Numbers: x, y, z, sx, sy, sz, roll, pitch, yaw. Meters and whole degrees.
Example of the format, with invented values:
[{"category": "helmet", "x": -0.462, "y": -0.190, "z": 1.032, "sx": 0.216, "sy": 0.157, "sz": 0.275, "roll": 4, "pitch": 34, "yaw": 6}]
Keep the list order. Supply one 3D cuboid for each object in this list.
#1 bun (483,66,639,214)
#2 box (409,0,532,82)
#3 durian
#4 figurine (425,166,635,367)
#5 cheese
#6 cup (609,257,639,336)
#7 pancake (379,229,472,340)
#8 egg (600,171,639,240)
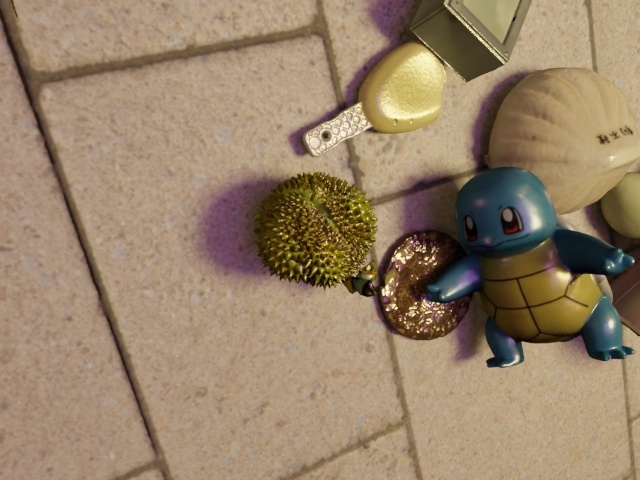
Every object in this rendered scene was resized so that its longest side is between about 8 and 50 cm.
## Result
[{"category": "bun", "x": 0.428, "y": -0.154, "z": 0.825, "sx": 0.262, "sy": 0.175, "sz": 0.264, "roll": -7, "pitch": 108, "yaw": -23}, {"category": "box", "x": 0.241, "y": -0.375, "z": 0.748, "sx": 0.129, "sy": 0.086, "sz": 0.225, "roll": 32, "pitch": 72, "yaw": -23}, {"category": "durian", "x": -0.001, "y": -0.015, "z": 0.700, "sx": 0.198, "sy": 0.146, "sz": 0.159, "roll": 14, "pitch": 92, "yaw": -39}, {"category": "figurine", "x": 0.360, "y": 0.074, "z": 0.806, "sx": 0.416, "sy": 0.297, "sz": 0.243, "roll": 41, "pitch": 56, "yaw": -33}, {"category": "cheese", "x": 0.085, "y": -0.198, "z": 0.756, "sx": 0.255, "sy": 0.050, "sz": 0.127, "roll": -34, "pitch": 109, "yaw": -14}, {"category": "cup", "x": 0.678, "y": 0.063, "z": 0.910, "sx": 0.203, "sy": 0.203, "sz": 0.289, "roll": 29, "pitch": 106, "yaw": -23}, {"category": "pancake", "x": 0.184, "y": 0.079, "z": 0.852, "sx": 0.199, "sy": 0.021, "sz": 0.200, "roll": -3, "pitch": 99, "yaw": -22}, {"category": "egg", "x": 0.601, "y": -0.066, "z": 0.952, "sx": 0.152, "sy": 0.114, "sz": 0.114, "roll": 40, "pitch": 82, "yaw": -18}]
